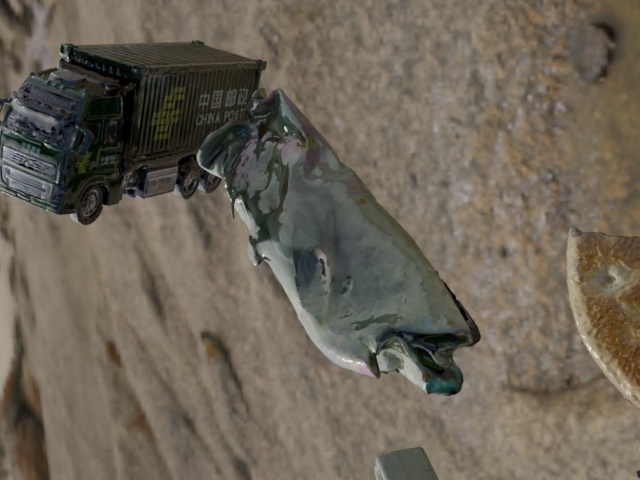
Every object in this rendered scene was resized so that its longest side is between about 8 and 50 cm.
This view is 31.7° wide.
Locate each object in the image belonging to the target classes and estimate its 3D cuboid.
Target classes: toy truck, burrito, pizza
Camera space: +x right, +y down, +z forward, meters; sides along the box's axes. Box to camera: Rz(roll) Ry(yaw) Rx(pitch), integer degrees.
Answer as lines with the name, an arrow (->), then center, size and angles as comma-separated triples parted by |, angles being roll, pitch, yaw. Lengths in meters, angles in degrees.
toy truck -> -0.149, -0.094, 0.919 | 0.088, 0.259, 0.121 | 20, 109, 23
burrito -> 0.003, -0.002, 0.778 | 0.096, 0.066, 0.309 | -47, 47, 10
pizza -> 0.332, 0.087, 1.138 | 0.271, 0.134, 0.056 | 51, -169, 31

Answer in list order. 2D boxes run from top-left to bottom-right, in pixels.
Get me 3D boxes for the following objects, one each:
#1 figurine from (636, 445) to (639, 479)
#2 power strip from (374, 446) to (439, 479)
figurine -> 0.378, 0.157, 0.908 | 0.237, 0.141, 0.163 | -46, 58, 36
power strip -> 0.065, 0.179, 0.525 | 0.227, 0.029, 0.080 | -116, 15, -58
